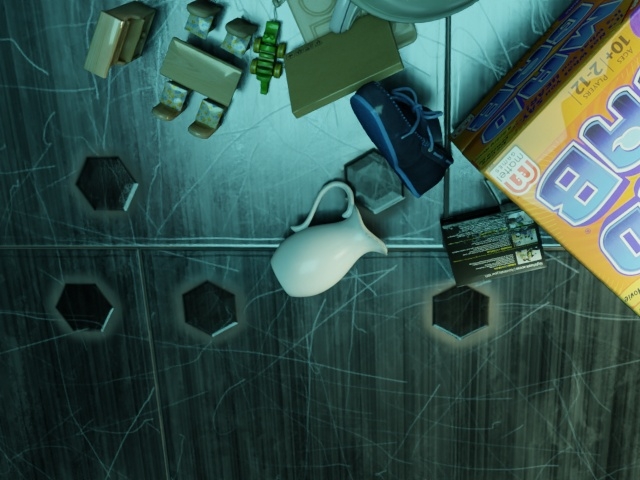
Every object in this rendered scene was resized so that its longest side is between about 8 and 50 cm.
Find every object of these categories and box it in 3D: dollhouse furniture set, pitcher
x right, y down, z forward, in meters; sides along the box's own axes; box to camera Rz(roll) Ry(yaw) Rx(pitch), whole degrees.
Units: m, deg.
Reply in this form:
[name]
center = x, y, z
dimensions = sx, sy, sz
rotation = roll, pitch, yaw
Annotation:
[dollhouse furniture set]
center = -0.265, -0.317, 1.463
dimensions = 0.242, 0.161, 0.212
rotation = 26, 116, -1
[pitcher]
center = 0.000, 0.000, 1.595
dimensions = 0.207, 0.125, 0.178
rotation = -30, 84, 6

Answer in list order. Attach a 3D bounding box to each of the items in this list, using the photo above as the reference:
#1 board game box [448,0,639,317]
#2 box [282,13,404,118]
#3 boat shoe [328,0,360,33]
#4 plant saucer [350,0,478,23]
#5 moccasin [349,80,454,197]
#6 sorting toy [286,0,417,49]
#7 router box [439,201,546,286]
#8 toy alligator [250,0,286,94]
[board game box]
center = 0.474, -0.156, 1.318
dimensions = 0.356, 0.356, 0.356
rotation = 41, 102, -9
[box]
center = 0.034, -0.304, 1.406
dimensions = 0.201, 0.164, 0.021
rotation = -22, 138, 14
[boat shoe]
center = 0.093, -0.443, 1.387
dimensions = 0.076, 0.083, 0.226
rotation = 28, 108, 0
[plant saucer]
center = 0.188, -0.516, 1.271
dimensions = 0.400, 0.100, 0.400
rotation = -11, 127, -15
[moccasin]
center = 0.147, -0.193, 1.423
dimensions = 0.117, 0.342, 0.138
rotation = -38, 67, 5
[sorting toy]
center = 0.049, -0.416, 1.467
dimensions = 0.193, 0.038, 0.208
rotation = -21, 103, 14
[router box]
center = 0.331, 0.005, 1.585
dimensions = 0.179, 0.046, 0.133
rotation = -13, 109, 11
[toy alligator]
center = -0.093, -0.354, 1.495
dimensions = 0.056, 0.051, 0.190
rotation = 12, 112, 2
